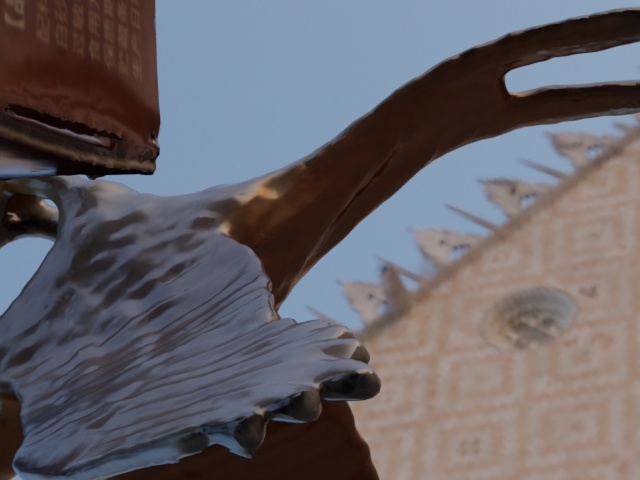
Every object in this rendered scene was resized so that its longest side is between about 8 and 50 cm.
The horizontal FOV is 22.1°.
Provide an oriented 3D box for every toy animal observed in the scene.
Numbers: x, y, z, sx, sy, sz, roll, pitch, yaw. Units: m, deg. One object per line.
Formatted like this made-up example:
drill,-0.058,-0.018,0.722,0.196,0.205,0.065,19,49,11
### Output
toy animal,-0.020,-0.004,0.573,0.284,0.302,0.225,-55,-37,-25

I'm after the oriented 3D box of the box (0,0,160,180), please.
box,-0.228,-0.205,0.517,0.122,0.344,0.385,12,-104,-69
